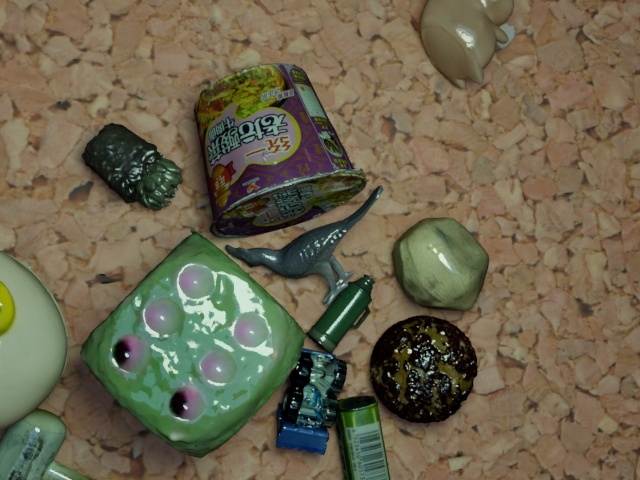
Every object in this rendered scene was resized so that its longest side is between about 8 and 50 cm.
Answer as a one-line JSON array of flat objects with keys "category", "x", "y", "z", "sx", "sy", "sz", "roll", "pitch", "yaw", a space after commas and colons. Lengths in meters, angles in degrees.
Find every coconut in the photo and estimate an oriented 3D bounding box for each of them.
[{"category": "coconut", "x": 0.265, "y": 0.060, "z": 1.511, "sx": 0.224, "sy": 0.224, "sz": 0.224, "roll": 1, "pitch": 86, "yaw": -11}]

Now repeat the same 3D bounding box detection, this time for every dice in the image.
[{"category": "dice", "x": -0.240, "y": 0.198, "z": 1.341, "sx": 0.318, "sy": 0.330, "sz": 0.322, "roll": 44, "pitch": 78, "yaw": -7}]

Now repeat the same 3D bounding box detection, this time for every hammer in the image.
[{"category": "hammer", "x": -0.505, "y": 0.479, "z": 1.389, "sx": 0.305, "sy": 0.113, "sz": 0.201, "roll": 30, "pitch": 84, "yaw": -13}]

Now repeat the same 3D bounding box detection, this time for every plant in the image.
[{"category": "plant", "x": -0.386, "y": -0.147, "z": 1.437, "sx": 0.194, "sy": 0.132, "sz": 0.129, "roll": 37, "pitch": 83, "yaw": -2}]

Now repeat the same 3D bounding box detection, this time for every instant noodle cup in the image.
[{"category": "instant noodle cup", "x": -0.098, "y": -0.185, "z": 1.417, "sx": 0.340, "sy": 0.340, "sz": 0.265, "roll": -15, "pitch": 79, "yaw": -12}]

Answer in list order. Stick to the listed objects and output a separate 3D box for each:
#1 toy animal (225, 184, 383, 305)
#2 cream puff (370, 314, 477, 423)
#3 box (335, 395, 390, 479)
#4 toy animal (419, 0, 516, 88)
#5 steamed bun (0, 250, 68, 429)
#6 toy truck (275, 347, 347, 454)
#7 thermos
[{"category": "toy animal", "x": -0.001, "y": 0.035, "z": 1.497, "sx": 0.367, "sy": 0.081, "sz": 0.205, "roll": -21, "pitch": 113, "yaw": 13}, {"category": "cream puff", "x": 0.228, "y": 0.281, "z": 1.510, "sx": 0.239, "sy": 0.165, "sz": 0.239, "roll": 0, "pitch": 89, "yaw": -11}, {"category": "box", "x": 0.103, "y": 0.511, "z": 1.486, "sx": 0.097, "sy": 0.134, "sz": 0.345, "roll": -9, "pitch": 87, "yaw": -12}, {"category": "toy animal", "x": 0.349, "y": -0.512, "z": 1.577, "sx": 0.213, "sy": 0.195, "sz": 0.256, "roll": 40, "pitch": 77, "yaw": -14}, {"category": "steamed bun", "x": -0.654, "y": 0.174, "z": 1.274, "sx": 0.334, "sy": 0.334, "sz": 0.374, "roll": -42, "pitch": 89, "yaw": -11}, {"category": "toy truck", "x": -0.026, "y": 0.337, "z": 1.474, "sx": 0.113, "sy": 0.126, "sz": 0.208, "roll": 14, "pitch": 91, "yaw": -11}, {"category": "thermos", "x": 0.057, "y": 0.159, "z": 1.530, "sx": 0.083, "sy": 0.073, "sz": 0.187, "roll": 38, "pitch": 80, "yaw": 7}]
